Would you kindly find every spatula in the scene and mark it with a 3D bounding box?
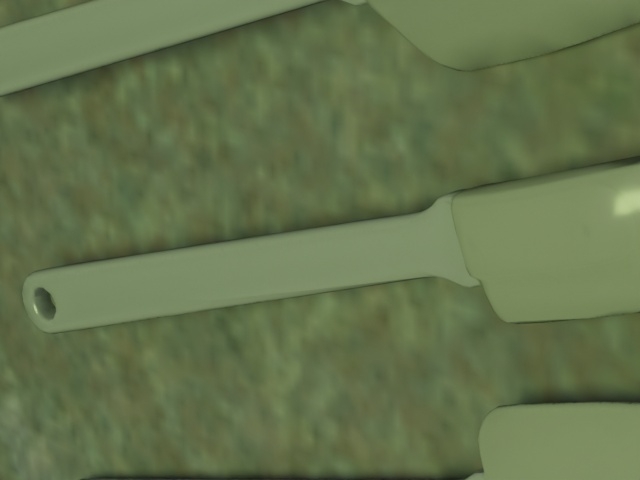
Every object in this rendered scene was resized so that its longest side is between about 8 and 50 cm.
[{"bbox_3d":[0.000,0.000,0.408,0.242,0.019,0.168,-7,102,48],"label":"spatula"}]
